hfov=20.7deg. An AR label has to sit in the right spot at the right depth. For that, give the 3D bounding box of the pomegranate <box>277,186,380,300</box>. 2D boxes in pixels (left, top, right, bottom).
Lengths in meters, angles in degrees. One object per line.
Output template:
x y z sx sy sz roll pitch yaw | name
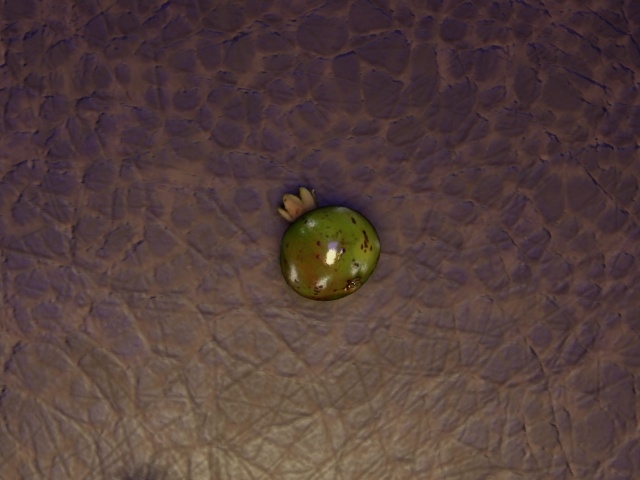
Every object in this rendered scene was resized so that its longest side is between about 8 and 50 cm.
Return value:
0.000 0.000 1.926 0.114 0.114 0.142 -31 59 -8 | pomegranate
